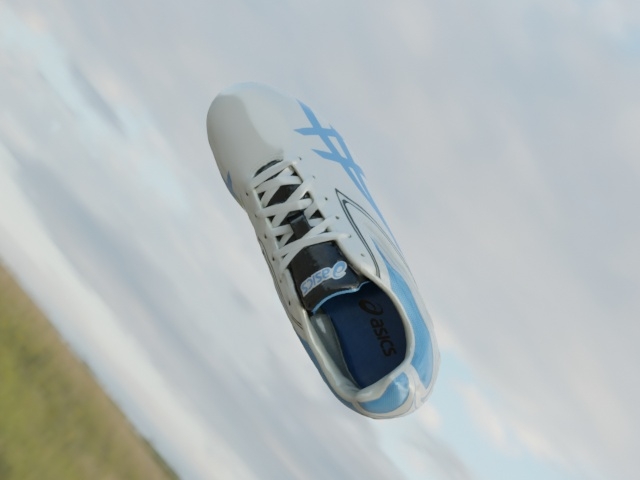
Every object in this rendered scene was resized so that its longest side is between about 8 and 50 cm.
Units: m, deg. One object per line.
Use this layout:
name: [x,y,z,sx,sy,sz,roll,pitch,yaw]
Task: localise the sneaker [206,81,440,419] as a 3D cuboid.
sneaker: [0.000,0.000,1.006,0.237,0.085,0.086,60,8,12]
